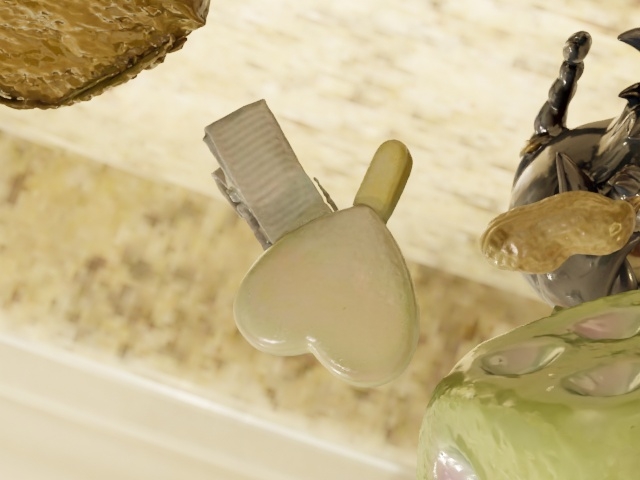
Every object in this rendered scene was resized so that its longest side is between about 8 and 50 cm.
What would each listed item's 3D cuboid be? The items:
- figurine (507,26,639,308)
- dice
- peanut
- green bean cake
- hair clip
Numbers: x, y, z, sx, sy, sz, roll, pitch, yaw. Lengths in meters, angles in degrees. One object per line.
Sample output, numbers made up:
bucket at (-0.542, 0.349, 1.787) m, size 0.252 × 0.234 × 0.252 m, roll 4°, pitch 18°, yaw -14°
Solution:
figurine at (0.254, -0.057, 1.447) m, size 0.175 × 0.265 × 0.197 m, roll 21°, pitch -170°, yaw -27°
dice at (0.217, 0.169, 1.041) m, size 0.252 × 0.249 × 0.254 m, roll -17°, pitch -168°, yaw -28°
peanut at (0.169, -0.005, 1.290) m, size 0.113 × 0.054 × 0.054 m, roll -13°, pitch 159°, yaw 9°
green bean cake at (-0.194, -0.190, 1.124) m, size 0.224 × 0.131 × 0.230 m, roll 28°, pitch 151°, yaw -30°
hair clip at (0.002, -0.002, 1.208) m, size 0.218 × 0.159 × 0.071 m, roll 57°, pitch -179°, yaw 26°
